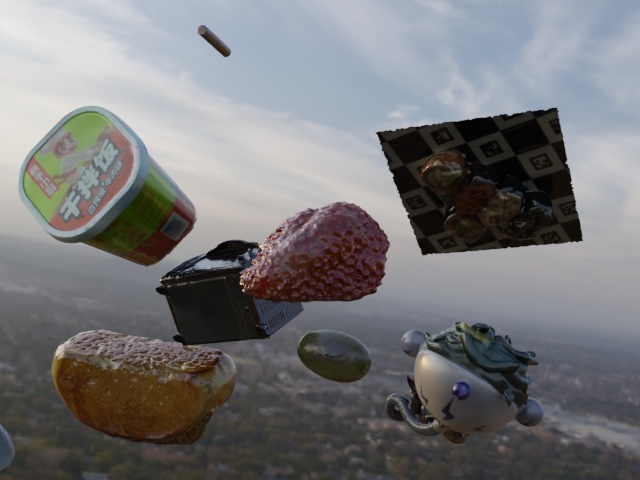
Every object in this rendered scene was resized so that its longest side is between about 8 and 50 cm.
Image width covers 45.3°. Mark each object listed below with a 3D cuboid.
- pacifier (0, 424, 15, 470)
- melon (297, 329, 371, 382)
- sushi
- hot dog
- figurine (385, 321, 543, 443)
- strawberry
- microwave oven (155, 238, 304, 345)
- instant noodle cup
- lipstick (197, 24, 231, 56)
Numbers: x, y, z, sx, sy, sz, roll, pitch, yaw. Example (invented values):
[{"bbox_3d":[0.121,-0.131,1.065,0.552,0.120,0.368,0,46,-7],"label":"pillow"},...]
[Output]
[{"bbox_3d":[-0.539,0.273,1.076,0.238,0.287,0.226,20,31,-8],"label":"pacifier"},{"bbox_3d":[0.025,0.229,1.538,0.162,0.099,0.099,15,2,28],"label":"melon"},{"bbox_3d":[0.291,-0.068,1.383,0.320,0.068,0.339,-4,-44,23],"label":"sushi"},{"bbox_3d":[-0.394,0.341,1.714,0.405,0.223,0.185,8,18,12],"label":"hot dog"},{"bbox_3d":[0.255,0.255,1.338,0.261,0.186,0.382,16,-22,9],"label":"figurine"},{"bbox_3d":[0.007,0.002,1.003,0.175,0.106,0.236,17,23,5],"label":"strawberry"},{"bbox_3d":[-0.193,0.110,1.646,0.247,0.188,0.178,-8,17,32],"label":"microwave oven"},{"bbox_3d":[-0.439,-0.093,1.670,0.294,0.294,0.308,9,-16,22],"label":"instant noodle cup"},{"bbox_3d":[-0.174,-0.328,1.264,0.019,0.019,0.094,9,-7,20],"label":"lipstick"}]
